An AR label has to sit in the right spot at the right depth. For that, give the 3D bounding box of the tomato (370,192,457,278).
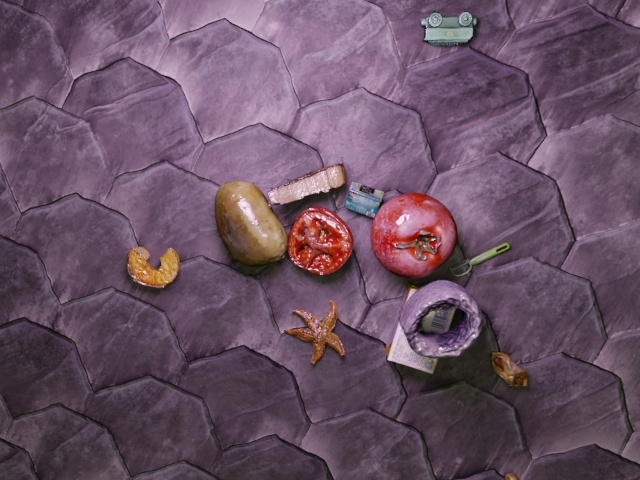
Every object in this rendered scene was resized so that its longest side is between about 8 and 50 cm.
[{"bbox_3d":[0.285,-0.022,1.653,0.271,0.227,0.269,-4,111,-10],"label":"tomato"}]

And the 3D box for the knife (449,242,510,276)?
[{"bbox_3d":[0.537,0.068,1.751,0.212,0.015,0.054,-28,96,8],"label":"knife"}]

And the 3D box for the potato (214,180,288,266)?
[{"bbox_3d":[-0.232,-0.052,1.713,0.210,0.173,0.307,-20,98,39],"label":"potato"}]

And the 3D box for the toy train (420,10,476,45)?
[{"bbox_3d":[0.397,-0.657,1.632,0.172,0.070,0.099,1,105,3],"label":"toy train"}]

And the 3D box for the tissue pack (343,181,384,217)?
[{"bbox_3d":[0.145,-0.140,1.726,0.111,0.079,0.085,19,135,3],"label":"tissue pack"}]

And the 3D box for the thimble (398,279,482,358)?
[{"bbox_3d":[0.370,0.244,1.621,0.246,0.157,0.216,-22,95,7],"label":"thimble"}]

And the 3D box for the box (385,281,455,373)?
[{"bbox_3d":[0.334,0.289,1.758,0.169,0.097,0.264,16,99,2],"label":"box"}]

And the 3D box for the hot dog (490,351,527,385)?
[{"bbox_3d":[0.640,0.445,1.774,0.169,0.061,0.078,40,101,-2],"label":"hot dog"}]

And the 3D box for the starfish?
[{"bbox_3d":[-0.006,0.315,1.820,0.228,0.043,0.240,23,97,0],"label":"starfish"}]

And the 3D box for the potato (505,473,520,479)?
[{"bbox_3d":[0.683,0.856,1.840,0.045,0.047,0.092,-35,84,44],"label":"potato"}]

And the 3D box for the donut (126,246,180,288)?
[{"bbox_3d":[-0.572,0.090,1.818,0.182,0.078,0.145,-1,99,-1],"label":"donut"}]

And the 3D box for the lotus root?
[{"bbox_3d":[-0.043,-0.181,1.687,0.261,0.170,0.074,-19,103,-3],"label":"lotus root"}]

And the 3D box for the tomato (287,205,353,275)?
[{"bbox_3d":[0.000,-0.003,1.746,0.228,0.101,0.227,2,99,13],"label":"tomato"}]
